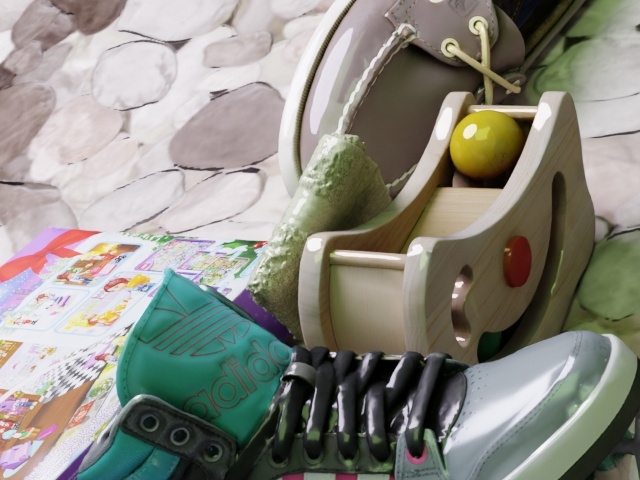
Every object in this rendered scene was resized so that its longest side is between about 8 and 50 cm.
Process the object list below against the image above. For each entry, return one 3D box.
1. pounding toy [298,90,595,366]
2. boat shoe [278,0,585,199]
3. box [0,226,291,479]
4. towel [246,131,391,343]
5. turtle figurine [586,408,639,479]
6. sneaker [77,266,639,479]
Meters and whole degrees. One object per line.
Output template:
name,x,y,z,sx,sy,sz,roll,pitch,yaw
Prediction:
pounding toy,0.036,0.024,1.040,0.155,0.154,0.269,3,51,32
boat shoe,0.092,-0.137,1.200,0.097,0.116,0.324,10,49,40
box,-0.164,0.091,1.096,0.201,0.057,0.293,4,33,34
towel,0.000,0.000,1.063,0.027,0.148,0.110,28,85,14
turtle figurine,0.109,0.183,0.871,0.234,0.118,0.175,-24,22,32
sneaker,-0.007,0.079,0.901,0.295,0.178,0.124,-33,17,27
